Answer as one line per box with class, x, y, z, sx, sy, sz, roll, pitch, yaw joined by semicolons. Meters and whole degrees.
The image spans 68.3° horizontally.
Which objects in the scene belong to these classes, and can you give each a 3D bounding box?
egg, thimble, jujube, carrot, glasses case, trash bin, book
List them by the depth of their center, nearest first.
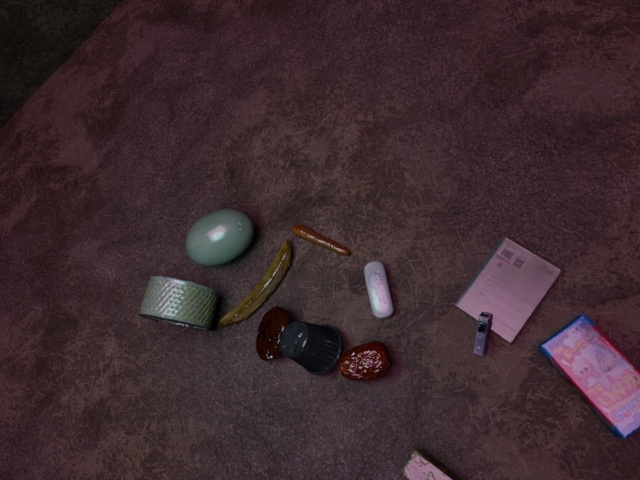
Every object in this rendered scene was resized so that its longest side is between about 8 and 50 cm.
book;0.590;0.152;1.491;0.214;0.025;0.283;37;88;25
jujube;0.143;0.397;1.537;0.176;0.109;0.112;-22;32;20
trash bin;-0.041;0.341;1.554;0.175;0.161;0.176;-19;55;30
glasses case;0.199;0.167;1.608;0.076;0.049;0.197;-15;70;15
thimble;-0.511;0.234;1.721;0.270;0.271;0.150;5;73;20
carrot;0.000;0.000;1.732;0.247;0.043;0.043;25;84;22
egg;-0.380;-0.013;1.779;0.282;0.203;0.203;-29;67;13

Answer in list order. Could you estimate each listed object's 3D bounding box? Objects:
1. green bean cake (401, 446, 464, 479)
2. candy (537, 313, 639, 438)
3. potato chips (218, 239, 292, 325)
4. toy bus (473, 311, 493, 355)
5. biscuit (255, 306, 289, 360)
green bean cake;0.333;0.694;1.377;0.179;0.109;0.085;32;87;24
candy;0.782;0.375;1.320;0.157;0.100;0.306;-38;67;5
potato chips;-0.224;0.180;1.749;0.407;0.057;0.080;-51;52;0
toy bus;0.499;0.287;1.450;0.036;0.052;0.131;13;103;36
biscuit;-0.168;0.326;1.654;0.192;0.049;0.192;-35;42;38
